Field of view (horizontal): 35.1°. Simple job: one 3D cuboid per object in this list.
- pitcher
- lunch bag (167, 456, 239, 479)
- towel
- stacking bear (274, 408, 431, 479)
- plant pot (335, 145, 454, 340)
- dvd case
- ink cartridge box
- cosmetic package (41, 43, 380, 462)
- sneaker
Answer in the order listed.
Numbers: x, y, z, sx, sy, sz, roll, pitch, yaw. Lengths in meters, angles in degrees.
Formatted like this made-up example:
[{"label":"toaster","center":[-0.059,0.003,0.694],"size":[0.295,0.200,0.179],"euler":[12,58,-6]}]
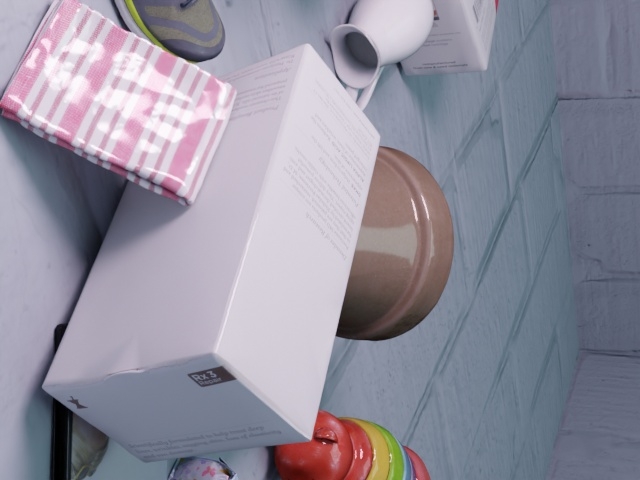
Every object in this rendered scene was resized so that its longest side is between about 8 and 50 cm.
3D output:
[{"label":"pitcher","center":[0.094,-0.312,1.615],"size":[0.207,0.125,0.178],"euler":[-50,158,-40]},{"label":"lunch bag","center":[-0.124,0.287,1.166],"size":[0.053,0.083,0.071],"euler":[-63,145,-44]},{"label":"towel","center":[-0.181,-0.131,0.941],"size":[0.197,0.029,0.144],"euler":[27,58,-17]},{"label":"stacking bear","center":[0.034,0.329,1.453],"size":[0.289,0.175,0.164],"euler":[43,54,-50]},{"label":"plant pot","center":[0.000,0.000,1.281],"size":[0.229,0.263,0.263],"euler":[3,88,-49]},{"label":"dvd case","center":[-0.211,0.206,1.040],"size":[0.180,0.022,0.253],"euler":[2,89,-66]},{"label":"ink cartridge box","center":[0.191,-0.517,1.747],"size":[0.385,0.160,0.279],"euler":[60,38,-50]},{"label":"cosmetic package","center":[-0.092,0.009,1.005],"size":[0.156,0.217,0.385],"euler":[46,45,-37]},{"label":"sneaker","center":[-0.154,-0.301,1.021],"size":[0.300,0.121,0.111],"euler":[64,36,-46]}]
